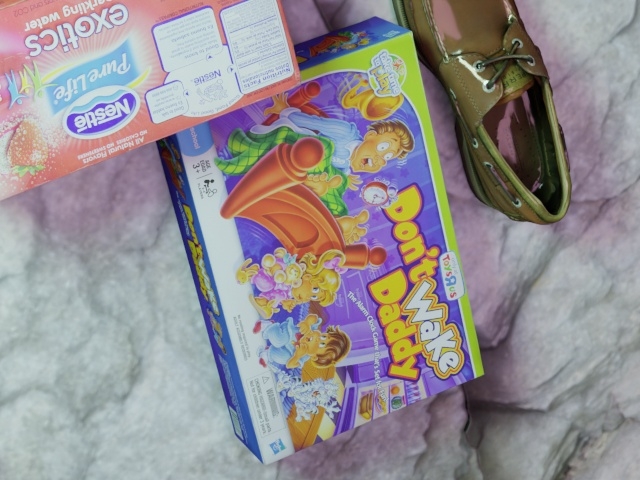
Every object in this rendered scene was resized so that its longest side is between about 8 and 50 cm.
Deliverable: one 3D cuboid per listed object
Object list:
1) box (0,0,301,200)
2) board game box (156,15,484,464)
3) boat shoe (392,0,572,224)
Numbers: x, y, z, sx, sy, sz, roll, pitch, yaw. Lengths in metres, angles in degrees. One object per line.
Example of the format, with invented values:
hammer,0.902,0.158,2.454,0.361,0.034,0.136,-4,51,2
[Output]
box,-0.187,-0.157,1.580,0.300,0.142,0.154,-23,115,-16
board game box,0.000,0.000,1.753,0.233,0.078,0.347,-21,114,-17
boat shoe,0.161,-0.155,1.761,0.110,0.104,0.307,-33,117,-12
